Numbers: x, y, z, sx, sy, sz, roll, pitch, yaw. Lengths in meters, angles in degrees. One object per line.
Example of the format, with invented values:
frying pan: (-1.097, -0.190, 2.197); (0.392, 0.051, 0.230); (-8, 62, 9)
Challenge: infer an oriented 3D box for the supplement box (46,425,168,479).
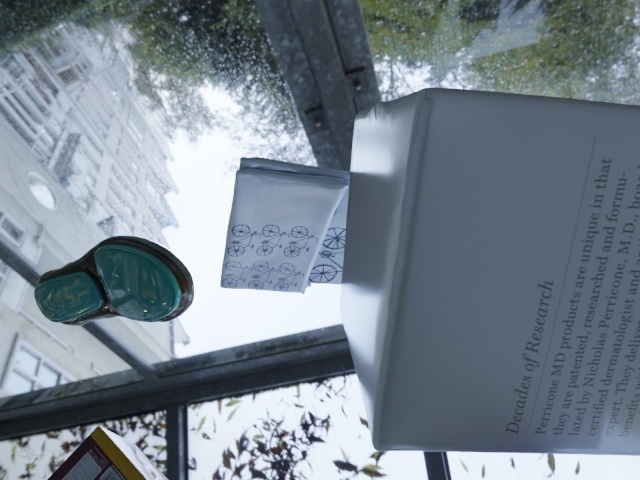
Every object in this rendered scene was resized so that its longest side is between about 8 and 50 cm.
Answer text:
supplement box: (-0.365, 0.466, 0.695); (0.191, 0.129, 0.194); (25, -120, 30)

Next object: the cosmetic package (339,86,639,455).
cosmetic package: (0.243, 0.012, 0.508); (0.394, 0.327, 0.329); (3, -166, -4)

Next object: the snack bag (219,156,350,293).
snack bag: (0.000, 0.000, 0.762); (0.343, 0.323, 0.037); (5, -132, -17)

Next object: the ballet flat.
ballet flat: (-0.165, 0.030, 0.355); (0.213, 0.072, 0.068); (-11, -168, 34)
